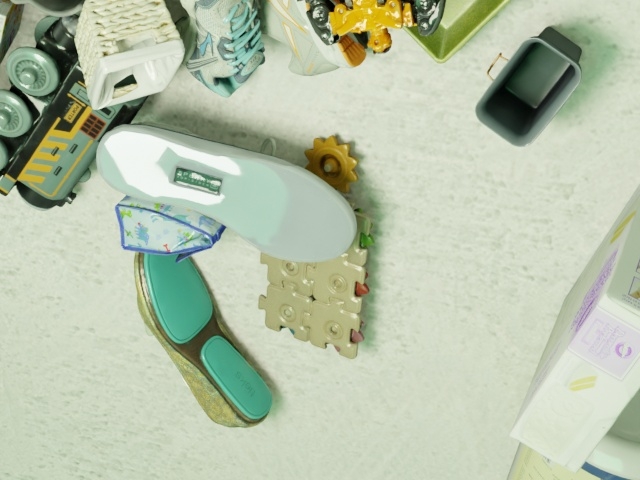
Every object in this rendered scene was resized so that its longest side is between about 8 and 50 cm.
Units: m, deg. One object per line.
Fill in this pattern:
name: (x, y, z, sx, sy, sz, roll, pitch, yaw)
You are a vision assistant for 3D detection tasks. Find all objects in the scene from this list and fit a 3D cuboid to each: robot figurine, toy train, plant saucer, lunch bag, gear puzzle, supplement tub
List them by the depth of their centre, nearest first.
robot figurine: (0.060, -0.367, 1.452, 0.211, 0.085, 0.291, 1, 107, 32)
plant saucer: (0.149, -0.345, 1.511, 0.188, 0.045, 0.188, 44, 126, -5)
supplement tub: (0.378, 0.338, 1.690, 0.235, 0.235, 0.324, 20, 124, 12)
gear puzzle: (0.000, 0.000, 1.780, 0.176, 0.044, 0.338, 18, 121, 24)
lunch bag: (-0.201, -0.038, 1.788, 0.151, 0.129, 0.096, 6, 125, 18)
toy train: (-0.389, -0.177, 1.792, 0.190, 0.142, 0.334, 35, 127, -11)

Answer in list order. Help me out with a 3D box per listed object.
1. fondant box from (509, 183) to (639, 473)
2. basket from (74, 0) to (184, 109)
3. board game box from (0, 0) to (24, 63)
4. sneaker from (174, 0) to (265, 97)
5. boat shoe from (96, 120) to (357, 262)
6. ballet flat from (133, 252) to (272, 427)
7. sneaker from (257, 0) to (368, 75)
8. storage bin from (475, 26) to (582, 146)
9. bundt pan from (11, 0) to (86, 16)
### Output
fondant box: (0.358, 0.090, 1.497, 0.096, 0.330, 0.238, 29, 125, 5)
basket: (-0.255, -0.253, 1.609, 0.103, 0.113, 0.167, 70, 161, 6)
board game box: (-0.443, -0.308, 1.722, 0.026, 0.154, 0.103, 17, 126, -9)
sneaker: (-0.110, -0.274, 1.573, 0.122, 0.110, 0.283, 50, 160, 3)
boat shoe: (-0.121, -0.080, 1.718, 0.367, 0.156, 0.135, 17, 109, 0)
ballet flat: (-0.206, 0.151, 1.917, 0.123, 0.123, 0.348, -24, 107, 32)
sneaker: (-0.051, -0.323, 1.583, 0.121, 0.099, 0.262, -17, 109, 35)
storage bin: (0.259, -0.200, 1.519, 0.098, 0.091, 0.135, 35, 125, 1)
bundt pan: (-0.331, -0.467, 1.600, 0.331, 0.124, 0.330, 11, 123, 18)
